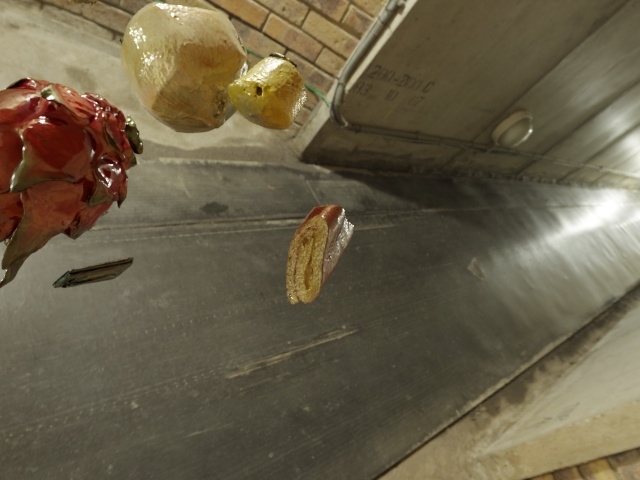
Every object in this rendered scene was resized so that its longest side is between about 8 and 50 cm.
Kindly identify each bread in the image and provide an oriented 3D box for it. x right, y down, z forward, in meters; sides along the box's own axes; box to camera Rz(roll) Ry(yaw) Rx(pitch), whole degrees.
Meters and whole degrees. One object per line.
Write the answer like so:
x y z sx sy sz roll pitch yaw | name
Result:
-0.144 -0.408 1.166 0.197 0.197 0.171 36 74 -7 | bread
-0.001 0.000 0.665 0.067 0.119 0.192 11 35 20 | bread

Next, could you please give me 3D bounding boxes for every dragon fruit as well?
-0.344 -0.078 0.501 0.274 0.192 0.193 -46 125 -18 | dragon fruit

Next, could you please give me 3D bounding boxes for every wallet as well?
-0.442 0.067 0.814 0.129 0.088 0.026 -14 80 -55 | wallet

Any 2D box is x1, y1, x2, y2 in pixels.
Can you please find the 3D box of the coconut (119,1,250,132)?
-0.401 -0.521 1.324 0.404 0.405 0.405 22 43 -22 | coconut

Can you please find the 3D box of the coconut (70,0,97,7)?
-0.497 -0.591 0.825 0.194 0.194 0.195 22 43 -22 | coconut
